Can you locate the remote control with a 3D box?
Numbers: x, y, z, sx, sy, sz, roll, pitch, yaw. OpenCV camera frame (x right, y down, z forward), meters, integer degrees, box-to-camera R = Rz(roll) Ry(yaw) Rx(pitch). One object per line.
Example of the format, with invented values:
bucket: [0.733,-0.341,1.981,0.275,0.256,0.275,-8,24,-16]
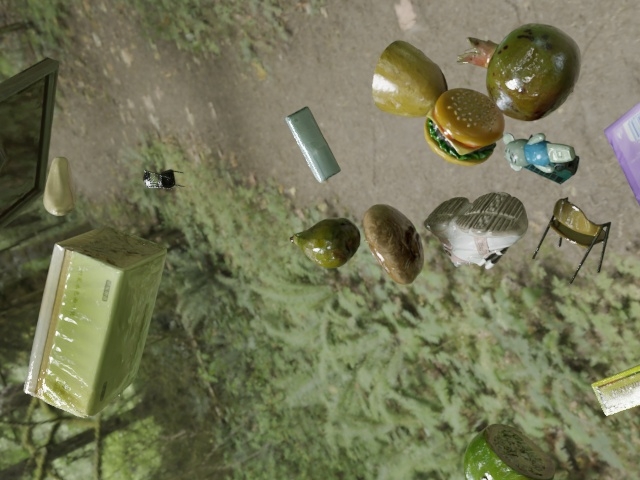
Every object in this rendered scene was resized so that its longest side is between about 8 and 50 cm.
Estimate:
remote control: [-0.013,-0.211,1.516,0.162,0.061,0.029,62,159,-12]

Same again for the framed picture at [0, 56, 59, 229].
framed picture: [-0.620,-0.122,1.273,0.446,0.028,0.326,-68,0,-57]

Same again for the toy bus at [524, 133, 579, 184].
toy bus: [0.671,-0.235,2.044,0.160,0.079,0.092,24,150,0]

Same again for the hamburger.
hamburger: [0.292,-0.230,1.396,0.162,0.162,0.115,59,152,21]

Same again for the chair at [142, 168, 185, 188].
chair: [-0.311,-0.122,1.383,0.086,0.042,0.037,11,113,34]

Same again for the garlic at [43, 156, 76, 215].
garlic: [-0.337,-0.066,0.894,0.053,0.041,0.083,126,140,-66]

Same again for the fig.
fig: [0.015,0.008,1.755,0.126,0.133,0.184,29,161,-26]

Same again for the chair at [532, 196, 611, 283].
chair: [0.749,-0.022,2.034,0.158,0.172,0.247,42,136,41]

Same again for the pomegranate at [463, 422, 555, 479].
pomegranate: [0.424,0.539,1.535,0.241,0.189,0.159,39,114,38]

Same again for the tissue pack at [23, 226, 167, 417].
tissue pack: [-0.326,0.115,1.015,0.159,0.125,0.234,-41,-31,-76]

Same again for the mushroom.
mushroom: [0.225,0.013,2.062,0.278,0.146,0.278,48,-155,-31]

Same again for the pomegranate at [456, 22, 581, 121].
pomegranate: [0.571,-0.497,1.945,0.323,0.290,0.291,49,156,20]

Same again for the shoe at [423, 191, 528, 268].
shoe: [0.475,-0.020,2.001,0.198,0.172,0.351,55,160,-22]

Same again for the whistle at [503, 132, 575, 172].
whistle: [0.564,-0.228,1.813,0.235,0.077,0.114,16,130,61]

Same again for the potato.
potato: [0.237,-0.372,1.684,0.158,0.178,0.203,32,163,26]

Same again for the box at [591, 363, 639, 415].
box: [0.584,0.227,1.171,0.141,0.219,0.064,-42,64,45]

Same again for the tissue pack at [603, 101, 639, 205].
tissue pack: [0.735,-0.206,1.272,0.338,0.160,0.242,-44,48,44]
